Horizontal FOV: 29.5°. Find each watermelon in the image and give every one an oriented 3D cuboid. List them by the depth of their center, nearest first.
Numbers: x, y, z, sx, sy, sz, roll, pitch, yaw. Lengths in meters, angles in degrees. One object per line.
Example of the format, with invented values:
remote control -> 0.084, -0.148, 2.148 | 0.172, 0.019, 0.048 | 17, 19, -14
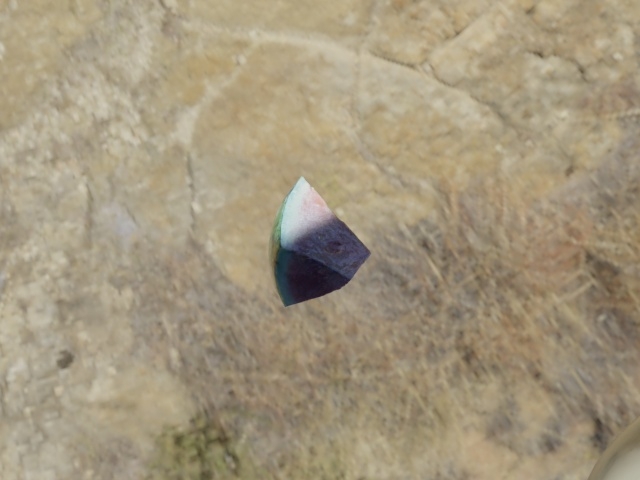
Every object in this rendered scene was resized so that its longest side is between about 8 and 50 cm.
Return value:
watermelon -> -0.003, -0.001, 0.869 | 0.072, 0.084, 0.092 | -2, 107, -10

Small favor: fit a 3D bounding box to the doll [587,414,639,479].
doll -> 0.229, 0.076, 0.416 | 0.226, 0.215, 0.370 | 8, 132, -10
